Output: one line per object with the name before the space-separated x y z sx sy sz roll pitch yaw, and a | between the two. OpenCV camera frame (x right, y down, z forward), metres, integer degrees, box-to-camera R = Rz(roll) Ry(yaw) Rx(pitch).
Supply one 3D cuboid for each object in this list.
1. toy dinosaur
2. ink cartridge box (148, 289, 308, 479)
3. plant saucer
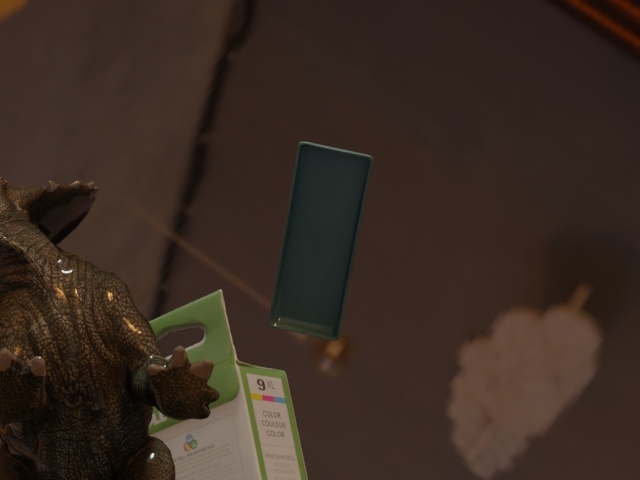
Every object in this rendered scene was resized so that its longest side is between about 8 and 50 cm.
toy dinosaur | -0.112 0.091 0.902 0.121 0.313 0.160 -14 19 -10
ink cartridge box | -0.074 0.154 1.424 0.109 0.209 0.062 -24 -22 31
plant saucer | 0.000 0.000 1.757 0.018 0.067 0.192 -72 -6 -62
